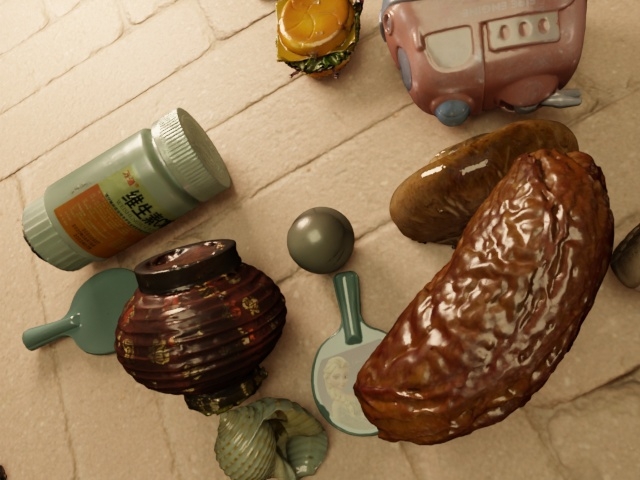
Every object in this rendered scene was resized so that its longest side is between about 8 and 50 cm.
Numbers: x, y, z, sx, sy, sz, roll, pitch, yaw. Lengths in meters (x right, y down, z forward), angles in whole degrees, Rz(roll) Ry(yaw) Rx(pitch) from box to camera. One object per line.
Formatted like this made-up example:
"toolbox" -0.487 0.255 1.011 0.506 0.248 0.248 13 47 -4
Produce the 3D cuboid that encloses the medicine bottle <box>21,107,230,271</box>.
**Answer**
"medicine bottle" -0.329 -0.079 0.838 0.318 0.158 0.158 -28 67 6

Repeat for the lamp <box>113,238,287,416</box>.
"lamp" -0.164 0.122 0.695 0.247 0.247 0.247 -5 72 15

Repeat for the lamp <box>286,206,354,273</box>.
"lamp" 0.000 0.000 0.744 0.105 0.105 0.105 -5 72 15

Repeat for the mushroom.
"mushroom" 0.229 -0.094 0.680 0.286 0.151 0.156 -25 69 8

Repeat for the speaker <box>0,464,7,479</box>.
"speaker" -0.701 0.412 0.831 0.259 0.198 0.329 -27 79 -35

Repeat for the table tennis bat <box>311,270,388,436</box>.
"table tennis bat" 0.053 0.160 0.716 0.149 0.038 0.237 -11 73 13

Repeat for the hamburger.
"hamburger" -0.003 -0.368 0.866 0.164 0.093 0.189 4 76 15

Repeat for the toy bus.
"toy bus" 0.239 -0.290 0.725 0.294 0.197 0.231 -6 82 13

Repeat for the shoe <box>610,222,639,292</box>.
"shoe" 0.532 -0.011 0.553 0.351 0.172 0.198 -31 70 7

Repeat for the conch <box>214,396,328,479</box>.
"conch" -0.070 0.269 0.674 0.135 0.153 0.102 -46 40 9

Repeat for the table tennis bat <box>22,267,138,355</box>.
"table tennis bat" -0.410 0.137 0.860 0.244 0.040 0.153 -21 67 5

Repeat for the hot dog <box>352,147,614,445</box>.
"hot dog" 0.205 0.082 0.562 0.174 0.267 0.387 38 99 24
